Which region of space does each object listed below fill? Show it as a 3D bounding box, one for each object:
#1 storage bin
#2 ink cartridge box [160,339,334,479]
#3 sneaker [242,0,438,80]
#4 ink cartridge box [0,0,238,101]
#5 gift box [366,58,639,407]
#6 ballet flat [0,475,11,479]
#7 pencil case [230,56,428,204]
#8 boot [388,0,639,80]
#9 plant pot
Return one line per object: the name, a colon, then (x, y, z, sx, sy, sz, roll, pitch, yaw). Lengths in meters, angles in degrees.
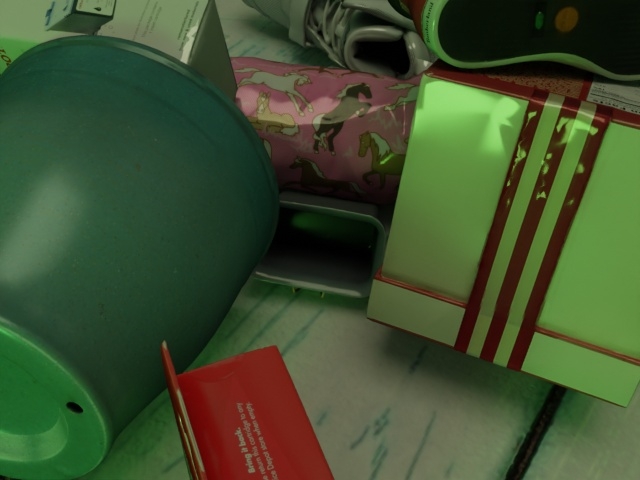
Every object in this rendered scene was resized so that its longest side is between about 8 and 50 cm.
storage bin: (0.000, 0.000, 0.737, 0.135, 0.098, 0.091, 10, 20, 8)
ink cartridge box: (-0.040, 0.168, 0.476, 0.078, 0.231, 0.134, -16, 50, -16)
sneaker: (0.022, -0.289, 0.934, 0.365, 0.137, 0.210, 23, 34, 13)
ink cartridge box: (-0.183, -0.159, 0.655, 0.190, 0.140, 0.082, 9, 67, 7)
gift box: (0.208, -0.029, 0.659, 0.255, 0.258, 0.276, 21, 30, 19)
ballet flat: (-0.314, 0.157, 0.591, 0.249, 0.084, 0.058, 26, 28, 25)
pencil case: (-0.059, -0.132, 0.803, 0.385, 0.160, 0.167, 8, 62, 6)
boot: (0.184, -0.199, 0.606, 0.244, 0.088, 0.176, 0, 29, -9)
plant pot: (-0.196, 0.024, 0.556, 0.271, 0.272, 0.255, 11, 41, 8)
